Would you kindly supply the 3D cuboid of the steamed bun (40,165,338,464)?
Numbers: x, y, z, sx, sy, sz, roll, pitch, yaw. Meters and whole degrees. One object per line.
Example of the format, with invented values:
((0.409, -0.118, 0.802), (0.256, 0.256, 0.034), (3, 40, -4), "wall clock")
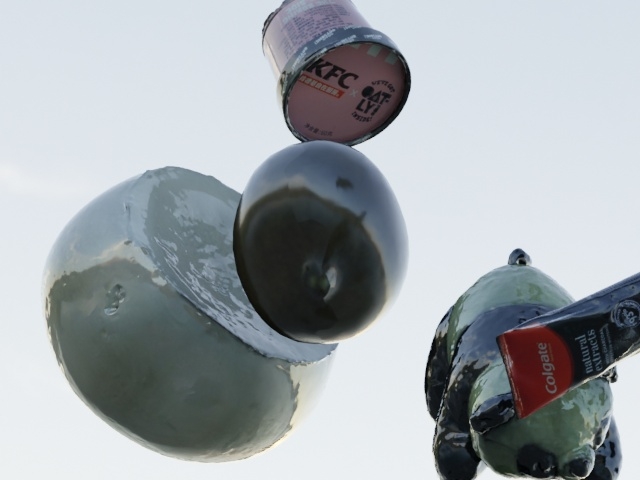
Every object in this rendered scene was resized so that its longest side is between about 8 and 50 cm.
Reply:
((-0.141, 0.088, 2.005), (0.324, 0.324, 0.206), (32, -62, -21), "steamed bun")

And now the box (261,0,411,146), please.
((0.008, -0.198, 2.204), (0.151, 0.151, 0.135), (49, 9, -45), "box")

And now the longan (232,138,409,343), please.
((0.000, 0.000, 1.821), (0.189, 0.189, 0.189), (18, -24, 9), "longan")

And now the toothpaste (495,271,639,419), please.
((0.209, 0.056, 1.357), (0.045, 0.193, 0.071), (37, -33, 56), "toothpaste")

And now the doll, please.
((0.153, 0.110, 1.487), (0.143, 0.234, 0.135), (-2, -63, 1), "doll")
